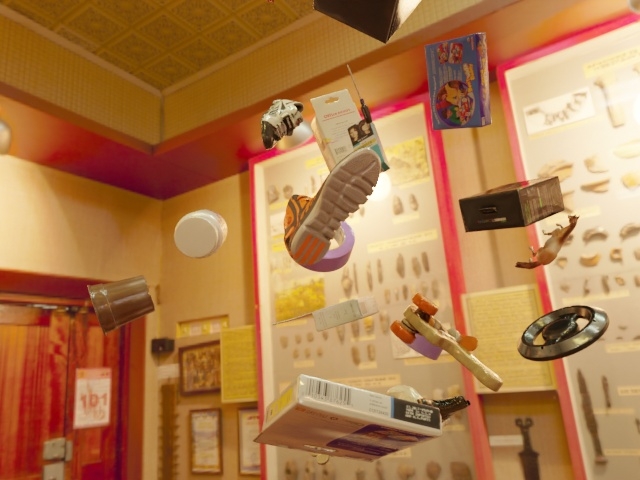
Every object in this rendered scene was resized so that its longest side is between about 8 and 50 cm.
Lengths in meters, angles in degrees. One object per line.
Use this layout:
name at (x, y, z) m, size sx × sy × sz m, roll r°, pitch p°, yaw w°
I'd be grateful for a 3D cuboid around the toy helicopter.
toy helicopter at (0.394, 0.318, 1.464) m, size 0.140 × 0.355 × 0.235 m, roll -54°, pitch -37°, yaw 7°

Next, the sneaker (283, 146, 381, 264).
sneaker at (0.005, -0.106, 1.204) m, size 0.125 × 0.321 × 0.180 m, roll 36°, pitch 5°, yaw -30°

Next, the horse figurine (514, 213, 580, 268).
horse figurine at (0.833, 0.017, 1.791) m, size 0.066 × 0.263 × 0.174 m, roll 37°, pitch 7°, yaw -4°

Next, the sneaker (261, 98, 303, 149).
sneaker at (-0.154, -0.503, 2.070) m, size 0.146 × 0.330 × 0.122 m, roll 2°, pitch -44°, yaw 15°

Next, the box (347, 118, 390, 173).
box at (0.185, -0.358, 1.898) m, size 0.101 × 0.244 × 0.060 m, roll -27°, pitch -35°, yaw 20°

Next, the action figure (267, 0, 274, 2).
action figure at (-0.122, -0.624, 1.240) m, size 0.030 × 0.038 × 0.115 m, roll -39°, pitch 35°, yaw -21°

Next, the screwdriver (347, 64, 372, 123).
screwdriver at (0.108, -0.403, 1.348) m, size 0.024 × 0.169 × 0.025 m, roll -27°, pitch 15°, yaw -25°

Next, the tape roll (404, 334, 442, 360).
tape roll at (0.439, 0.432, 2.119) m, size 0.189 × 0.080 × 0.189 m, roll 28°, pitch 5°, yaw -2°

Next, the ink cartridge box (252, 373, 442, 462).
ink cartridge box at (0.043, 0.389, 1.037) m, size 0.304 × 0.072 × 0.307 m, roll 17°, pitch -35°, yaw -15°

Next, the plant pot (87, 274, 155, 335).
plant pot at (-0.622, 0.193, 1.547) m, size 0.165 × 0.167 × 0.167 m, roll -19°, pitch -9°, yaw -22°

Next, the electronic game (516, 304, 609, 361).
electronic game at (0.608, 0.233, 1.238) m, size 0.229 × 0.048 × 0.229 m, roll -31°, pitch 4°, yaw 2°

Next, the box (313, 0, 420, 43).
box at (0.203, -0.903, 1.630) m, size 0.294 × 0.395 × 0.212 m, roll 31°, pitch -25°, yaw 10°

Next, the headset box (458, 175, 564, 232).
headset box at (0.670, -0.124, 1.739) m, size 0.283 × 0.131 × 0.246 m, roll -18°, pitch 7°, yaw -34°

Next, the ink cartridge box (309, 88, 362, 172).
ink cartridge box at (0.090, -0.484, 2.229) m, size 0.207 × 0.353 × 0.119 m, roll -20°, pitch -5°, yaw -17°

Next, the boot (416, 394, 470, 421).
boot at (0.445, 0.587, 1.774) m, size 0.137 × 0.076 × 0.198 m, roll -35°, pitch -42°, yaw 18°

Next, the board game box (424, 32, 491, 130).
board game box at (0.553, -0.629, 1.975) m, size 0.078 × 0.347 × 0.233 m, roll -22°, pitch 21°, yaw -37°

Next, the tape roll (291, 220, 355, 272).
tape roll at (0.000, 0.000, 2.023) m, size 0.275 × 0.274 × 0.090 m, roll -1°, pitch -42°, yaw -15°

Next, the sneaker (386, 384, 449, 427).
sneaker at (0.387, 0.718, 2.081) m, size 0.152 × 0.114 × 0.305 m, roll -30°, pitch 30°, yaw -34°

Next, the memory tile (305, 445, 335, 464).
memory tile at (0.007, 0.570, 1.417) m, size 0.113 × 0.012 × 0.148 m, roll -31°, pitch 32°, yaw -19°

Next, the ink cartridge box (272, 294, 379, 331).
ink cartridge box at (0.025, 0.217, 1.377) m, size 0.239 × 0.060 × 0.275 m, roll -20°, pitch -10°, yaw 13°

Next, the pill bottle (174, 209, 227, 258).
pill bottle at (-0.412, -0.023, 1.694) m, size 0.160 × 0.160 × 0.283 m, roll -3°, pitch 6°, yaw -6°
